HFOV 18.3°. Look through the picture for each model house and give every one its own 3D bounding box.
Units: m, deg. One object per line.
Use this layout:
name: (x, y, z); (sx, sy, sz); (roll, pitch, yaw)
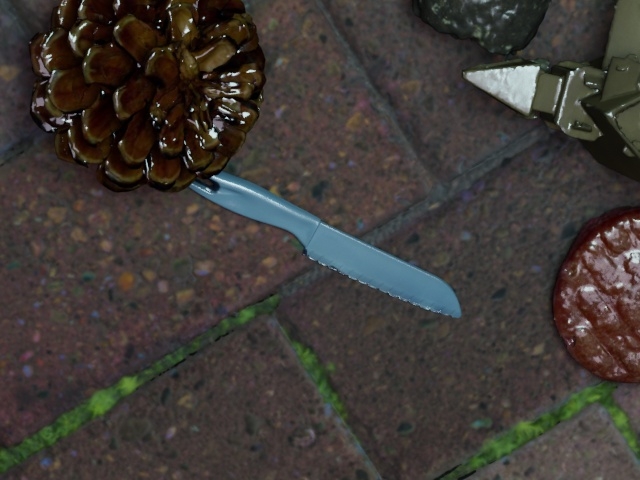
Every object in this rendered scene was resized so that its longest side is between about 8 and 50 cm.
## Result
model house: (0.246, -0.144, 1.765); (0.248, 0.181, 0.176); (10, 99, -16)

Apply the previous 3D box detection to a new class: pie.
pie: (0.309, 0.052, 1.895); (0.182, 0.049, 0.182); (0, 105, 1)

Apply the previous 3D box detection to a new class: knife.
knife: (0.000, 0.000, 1.897); (0.313, 0.019, 0.044); (26, 110, -7)

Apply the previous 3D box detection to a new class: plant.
plant: (0.163, -0.275, 1.773); (0.131, 0.142, 0.203); (15, 115, 4)

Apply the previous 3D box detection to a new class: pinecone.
pinecone: (-0.149, -0.143, 1.766); (0.221, 0.221, 0.221); (0, 104, 0)
